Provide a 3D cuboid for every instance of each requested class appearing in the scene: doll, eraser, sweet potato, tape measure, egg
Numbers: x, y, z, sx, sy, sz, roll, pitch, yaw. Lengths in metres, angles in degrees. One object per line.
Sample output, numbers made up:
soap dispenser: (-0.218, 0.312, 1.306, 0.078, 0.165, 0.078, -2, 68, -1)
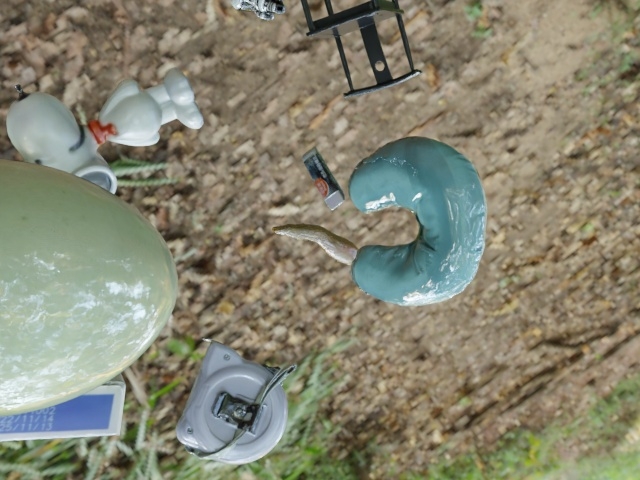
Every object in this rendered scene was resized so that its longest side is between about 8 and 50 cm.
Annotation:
doll: (-0.293, -0.118, 1.251, 0.271, 0.144, 0.208, -10, 118, -20)
eraser: (0.003, -0.086, 1.256, 0.027, 0.099, 0.019, -37, 157, 19)
sweet potato: (0.000, 0.000, 1.817, 0.214, 0.050, 0.050, 25, 122, -33)
tape measure: (-0.140, 0.280, 1.552, 0.105, 0.178, 0.196, 132, -27, -73)
egg: (-0.228, 0.034, 0.684, 0.254, 0.188, 0.188, 1, 143, -30)
doll: (-0.125, -0.484, 1.799, 0.067, 0.219, 0.091, -1, 112, -27)

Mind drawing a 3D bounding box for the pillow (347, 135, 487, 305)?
pillow: (0.127, -0.026, 1.265, 0.214, 0.233, 0.086, -1, -173, 33)

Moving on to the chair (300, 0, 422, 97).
chair: (0.059, -0.391, 1.613, 0.154, 0.260, 0.141, -14, -175, 25)

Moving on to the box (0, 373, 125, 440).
box: (-0.341, 0.093, 0.967, 0.200, 0.343, 0.065, 3, 110, -27)
